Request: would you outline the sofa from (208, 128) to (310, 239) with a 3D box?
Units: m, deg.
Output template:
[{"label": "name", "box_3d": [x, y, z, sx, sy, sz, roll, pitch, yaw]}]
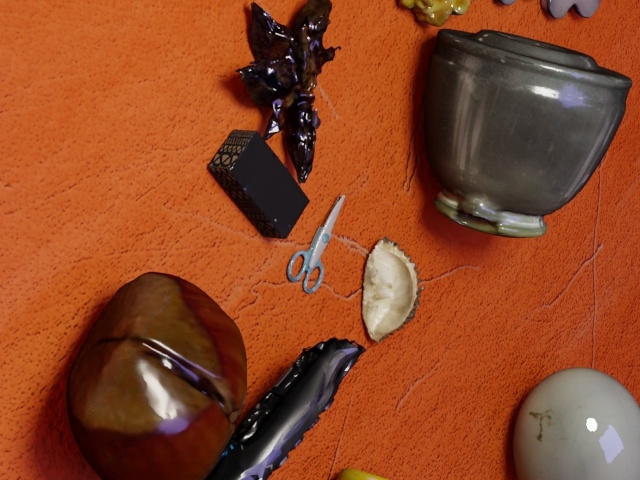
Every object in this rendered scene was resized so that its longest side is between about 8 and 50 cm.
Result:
[{"label": "sofa", "box_3d": [-0.065, -0.060, 1.454, 0.060, 0.039, 0.118, -57, 131, -23]}]

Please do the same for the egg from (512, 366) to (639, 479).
[{"label": "egg", "box_3d": [0.353, 0.296, 1.826, 0.183, 0.182, 0.264, -27, 120, -40]}]

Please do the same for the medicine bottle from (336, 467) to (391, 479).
[{"label": "medicine bottle", "box_3d": [0.050, 0.382, 1.569, 0.121, 0.121, 0.213, 27, 76, -44]}]

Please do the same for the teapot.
[{"label": "teapot", "box_3d": [0.226, -0.134, 1.664, 0.239, 0.321, 0.239, 14, 104, -7]}]

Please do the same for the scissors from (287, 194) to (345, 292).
[{"label": "scissors", "box_3d": [0.000, 0.000, 1.545, 0.058, 0.014, 0.119, 36, 73, -43]}]

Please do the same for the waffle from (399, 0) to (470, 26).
[{"label": "waffle", "box_3d": [0.124, -0.366, 1.594, 0.229, 0.057, 0.219, 1, 94, -45]}]

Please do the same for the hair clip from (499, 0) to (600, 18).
[{"label": "hair clip", "box_3d": [0.304, -0.370, 1.775, 0.257, 0.075, 0.146, 2, 96, -52]}]

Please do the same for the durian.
[{"label": "durian", "box_3d": [0.087, 0.060, 1.616, 0.066, 0.052, 0.130, -2, 97, -43]}]

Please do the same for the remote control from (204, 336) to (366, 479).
[{"label": "remote control", "box_3d": [-0.097, 0.249, 1.398, 0.062, 0.144, 0.399, 43, 62, -1]}]

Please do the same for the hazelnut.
[{"label": "hazelnut", "box_3d": [-0.147, 0.146, 1.299, 0.181, 0.181, 0.212, 35, 59, -22]}]

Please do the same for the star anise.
[{"label": "star anise", "box_3d": [-0.040, -0.183, 1.452, 0.157, 0.053, 0.213, 24, 80, -46]}]
